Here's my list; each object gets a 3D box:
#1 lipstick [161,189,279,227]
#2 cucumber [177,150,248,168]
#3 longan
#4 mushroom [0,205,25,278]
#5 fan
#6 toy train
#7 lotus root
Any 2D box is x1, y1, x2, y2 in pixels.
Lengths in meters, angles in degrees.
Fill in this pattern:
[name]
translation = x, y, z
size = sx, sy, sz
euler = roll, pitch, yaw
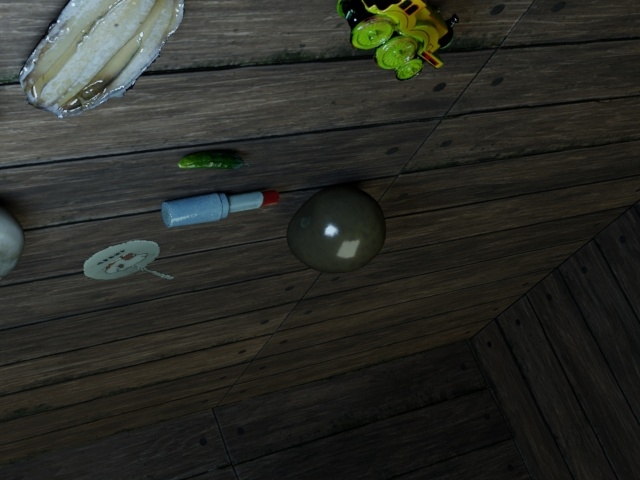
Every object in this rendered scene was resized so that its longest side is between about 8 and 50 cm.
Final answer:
[lipstick]
translation = -0.221, -0.079, 2.075
size = 0.274, 0.061, 0.068
euler = -11, 154, -28
[cucumber]
translation = -0.221, -0.167, 1.898
size = 0.167, 0.039, 0.039
euler = -4, 152, -34
[longan]
translation = 0.038, -0.026, 2.261
size = 0.248, 0.248, 0.248
euler = -20, 159, -8
[mushroom]
translation = -0.666, 0.049, 1.710
size = 0.243, 0.244, 0.243
euler = -20, 159, -8
[fan]
translation = -0.451, 0.067, 2.262
size = 0.190, 0.009, 0.329
euler = -28, 158, 12
[toy train]
translation = 0.148, -0.390, 1.655
size = 0.160, 0.101, 0.296
euler = -33, 157, 21
[lotus root]
translation = -0.341, -0.310, 1.404
size = 0.329, 0.078, 0.167
euler = -34, 133, 31
